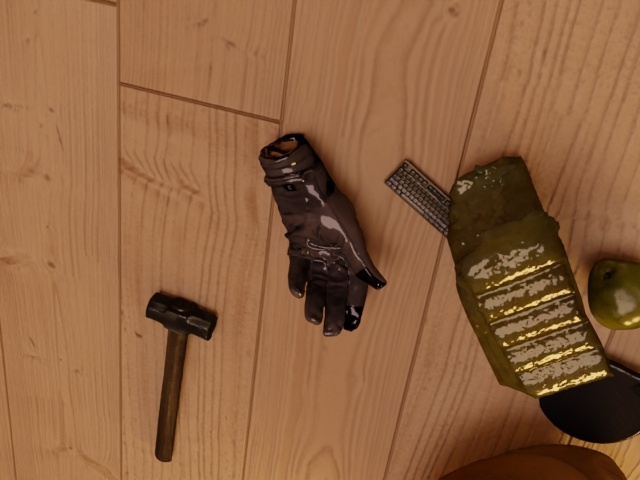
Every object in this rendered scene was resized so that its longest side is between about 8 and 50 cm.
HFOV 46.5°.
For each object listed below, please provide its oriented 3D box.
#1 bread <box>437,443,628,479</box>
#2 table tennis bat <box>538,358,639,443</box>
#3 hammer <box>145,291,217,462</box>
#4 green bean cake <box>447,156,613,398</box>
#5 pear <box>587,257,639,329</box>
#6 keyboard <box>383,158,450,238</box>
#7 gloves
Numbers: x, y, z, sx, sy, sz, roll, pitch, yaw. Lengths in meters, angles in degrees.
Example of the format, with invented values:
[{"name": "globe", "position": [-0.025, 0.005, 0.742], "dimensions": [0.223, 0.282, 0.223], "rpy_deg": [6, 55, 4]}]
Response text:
[{"name": "bread", "position": [0.294, 0.485, 1.074], "dimensions": [0.329, 0.245, 0.424], "rpy_deg": [50, 128, 36]}, {"name": "table tennis bat", "position": [0.412, 0.210, 1.020], "dimensions": [0.236, 0.027, 0.150], "rpy_deg": [-31, 103, 36]}, {"name": "hammer", "position": [-0.254, 0.252, 1.285], "dimensions": [0.111, 0.043, 0.365], "rpy_deg": [19, 123, 8]}, {"name": "green bean cake", "position": [0.228, 0.038, 0.874], "dimensions": [0.124, 0.236, 0.233], "rpy_deg": [-22, 110, 14]}, {"name": "pear", "position": [0.376, 0.068, 0.934], "dimensions": [0.097, 0.092, 0.092], "rpy_deg": [41, 122, -5]}, {"name": "keyboard", "position": [0.146, -0.051, 0.994], "dimensions": [0.129, 0.015, 0.049], "rpy_deg": [41, 122, -5]}, {"name": "gloves", "position": [0.004, -0.008, 1.012], "dimensions": [0.142, 0.119, 0.286], "rpy_deg": [-8, 100, 35]}]
